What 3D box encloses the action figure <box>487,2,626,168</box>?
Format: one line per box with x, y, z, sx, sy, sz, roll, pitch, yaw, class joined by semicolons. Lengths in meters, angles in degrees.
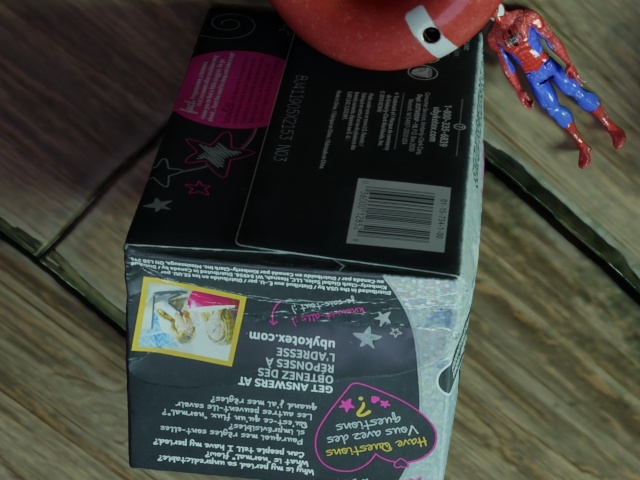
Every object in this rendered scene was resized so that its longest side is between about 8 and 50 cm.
0.126;-0.091;0.994;0.038;0.030;0.115;-29;113;29;action figure

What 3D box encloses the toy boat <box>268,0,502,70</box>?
0.001;-0.179;0.877;0.151;0.151;0.231;-30;114;24;toy boat

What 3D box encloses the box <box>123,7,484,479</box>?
0.000;0.000;0.936;0.163;0.247;0.142;5;125;4;box
